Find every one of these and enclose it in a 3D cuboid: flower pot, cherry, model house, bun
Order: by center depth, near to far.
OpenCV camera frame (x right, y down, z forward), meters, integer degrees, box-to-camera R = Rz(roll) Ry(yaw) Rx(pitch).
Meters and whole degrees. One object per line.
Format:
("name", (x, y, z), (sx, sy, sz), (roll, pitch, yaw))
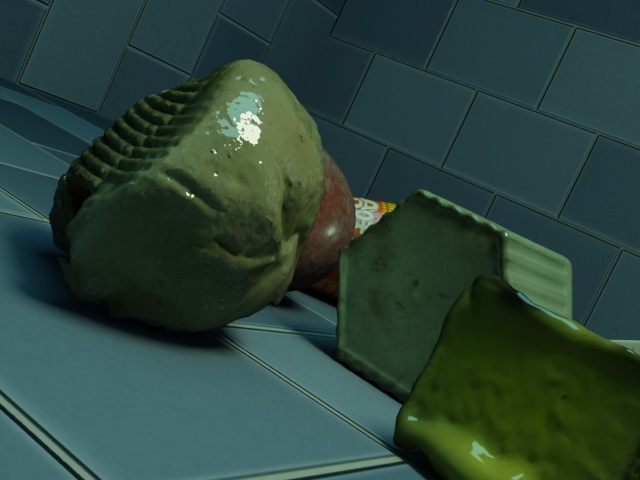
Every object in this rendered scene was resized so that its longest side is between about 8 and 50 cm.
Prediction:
("model house", (0.212, 0.165, 0.743), (0.193, 0.174, 0.234), (28, -4, 38))
("bun", (-0.106, -0.031, 0.799), (0.205, 0.281, 0.281), (51, -8, -28))
("flower pot", (0.151, 0.075, 0.958), (0.190, 0.239, 0.209), (20, 40, -53))
("cherry", (-0.071, -0.047, 1.108), (0.236, 0.212, 0.285), (26, 19, 37))

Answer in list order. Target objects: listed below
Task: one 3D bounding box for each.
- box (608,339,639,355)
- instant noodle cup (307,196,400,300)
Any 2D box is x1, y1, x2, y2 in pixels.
("box", (0.500, 0.208, 1.219), (0.200, 0.106, 0.299), (18, -17, -41))
("instant noodle cup", (0.000, 0.000, 1.292), (0.212, 0.193, 0.193), (17, 7, -8))
